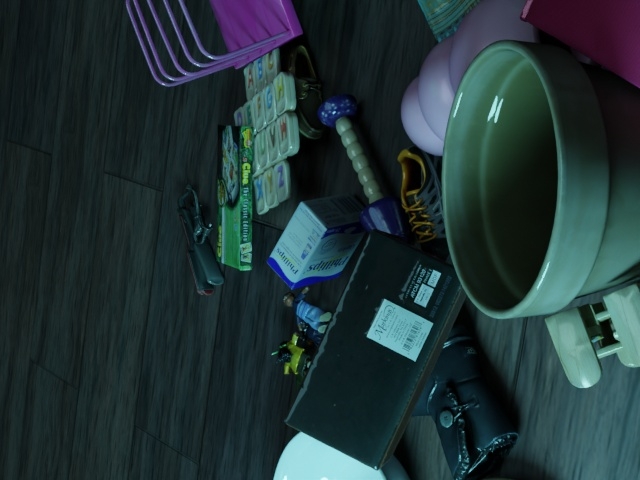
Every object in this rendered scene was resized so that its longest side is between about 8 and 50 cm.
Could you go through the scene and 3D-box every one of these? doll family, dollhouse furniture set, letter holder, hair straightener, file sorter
[{"bbox_3d":[-0.028,0.170,2.103,0.111,0.076,0.193,35,110,50],"label":"doll family"},{"bbox_3d":[0.426,0.122,1.446,0.242,0.212,0.161,-25,79,28],"label":"dollhouse furniture set"},{"bbox_3d":[0.099,0.154,1.788,0.152,0.214,0.302,25,93,13],"label":"letter holder"},{"bbox_3d":[-0.227,-0.014,2.373,0.089,0.047,0.230,-40,55,42],"label":"hair straightener"},{"bbox_3d":[-0.193,-0.387,2.062,0.290,0.182,0.202,-8,104,67],"label":"file sorter"}]

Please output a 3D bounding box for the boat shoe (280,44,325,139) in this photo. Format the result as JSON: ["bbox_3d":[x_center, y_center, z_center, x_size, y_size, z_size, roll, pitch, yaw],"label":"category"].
[{"bbox_3d":[-0.029,-0.258,2.114,0.060,0.064,0.178,-42,56,44],"label":"boat shoe"}]

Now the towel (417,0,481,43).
[{"bbox_3d":[0.210,-0.485,1.850,0.271,0.040,0.370,-44,57,41],"label":"towel"}]

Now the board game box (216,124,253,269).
[{"bbox_3d":[-0.158,-0.082,2.255,0.136,0.030,0.260,-165,74,-64],"label":"board game box"}]

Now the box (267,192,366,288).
[{"bbox_3d":[0.000,0.000,2.018,0.072,0.126,0.137,47,125,24],"label":"box"}]

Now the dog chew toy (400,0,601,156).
[{"bbox_3d":[0.231,-0.214,1.704,0.332,0.206,0.207,-26,69,56],"label":"dog chew toy"}]

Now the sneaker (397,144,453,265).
[{"bbox_3d":[0.162,-0.047,1.864,0.084,0.083,0.215,-20,75,47],"label":"sneaker"}]

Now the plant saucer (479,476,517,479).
[{"bbox_3d":[0.266,0.477,1.738,0.277,0.041,0.278,9,102,46],"label":"plant saucer"}]

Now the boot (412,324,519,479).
[{"bbox_3d":[0.171,0.272,1.834,0.246,0.094,0.207,-42,54,34],"label":"boot"}]

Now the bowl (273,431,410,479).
[{"bbox_3d":[0.061,0.433,1.934,0.297,0.134,0.298,-3,87,50],"label":"bowl"}]

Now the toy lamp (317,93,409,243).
[{"bbox_3d":[0.072,-0.107,1.980,0.080,0.080,0.275,-48,53,39],"label":"toy lamp"}]

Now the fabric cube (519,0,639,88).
[{"bbox_3d":[0.439,-0.296,1.395,0.258,0.259,0.254,41,118,44],"label":"fabric cube"}]

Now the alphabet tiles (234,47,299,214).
[{"bbox_3d":[-0.099,-0.194,2.164,0.284,0.021,0.278,157,110,-67],"label":"alphabet tiles"}]

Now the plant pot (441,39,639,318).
[{"bbox_3d":[0.332,-0.073,1.468,0.323,0.280,0.323,179,90,-72],"label":"plant pot"}]
